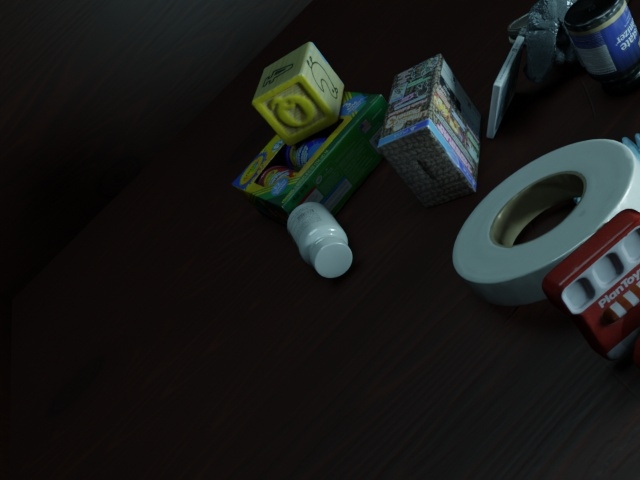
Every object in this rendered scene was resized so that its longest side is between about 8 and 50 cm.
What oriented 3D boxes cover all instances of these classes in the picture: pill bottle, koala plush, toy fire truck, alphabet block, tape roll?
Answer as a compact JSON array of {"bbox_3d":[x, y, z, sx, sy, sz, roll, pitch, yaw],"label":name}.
[{"bbox_3d":[0.000,0.000,1.666,0.131,0.131,0.229,-41,32,5],"label":"pill bottle"},{"bbox_3d":[0.597,-0.523,1.578,0.196,0.203,0.221,-11,17,19],"label":"koala plush"},{"bbox_3d":[0.631,-0.427,1.374,0.123,0.219,0.122,-29,36,23],"label":"pill bottle"},{"bbox_3d":[0.503,0.044,0.947,0.302,0.254,0.169,-42,33,4],"label":"toy fire truck"},{"bbox_3d":[-0.063,-0.436,1.876,0.194,0.192,0.197,-24,37,30],"label":"alphabet block"},{"bbox_3d":[0.432,-0.039,1.205,0.392,0.072,0.392,-38,19,15],"label":"tape roll"}]

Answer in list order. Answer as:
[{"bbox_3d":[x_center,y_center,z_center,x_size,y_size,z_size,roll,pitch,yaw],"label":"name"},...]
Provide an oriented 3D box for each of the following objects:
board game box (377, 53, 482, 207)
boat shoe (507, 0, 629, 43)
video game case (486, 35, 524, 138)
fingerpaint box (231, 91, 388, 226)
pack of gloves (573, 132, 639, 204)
[{"bbox_3d":[0.283,-0.273,1.573,0.141,0.232,0.291,-19,40,36],"label":"board game box"},{"bbox_3d":[0.650,-0.628,1.696,0.324,0.097,0.116,-8,47,43],"label":"boat shoe"},{"bbox_3d":[0.458,-0.376,1.556,0.022,0.190,0.173,20,64,20],"label":"video game case"},{"bbox_3d":[-0.016,-0.256,1.945,0.444,0.163,0.371,-49,33,-9],"label":"fingerpaint box"},{"bbox_3d":[0.586,-0.126,1.245,0.195,0.046,0.232,-27,36,24],"label":"pack of gloves"}]
